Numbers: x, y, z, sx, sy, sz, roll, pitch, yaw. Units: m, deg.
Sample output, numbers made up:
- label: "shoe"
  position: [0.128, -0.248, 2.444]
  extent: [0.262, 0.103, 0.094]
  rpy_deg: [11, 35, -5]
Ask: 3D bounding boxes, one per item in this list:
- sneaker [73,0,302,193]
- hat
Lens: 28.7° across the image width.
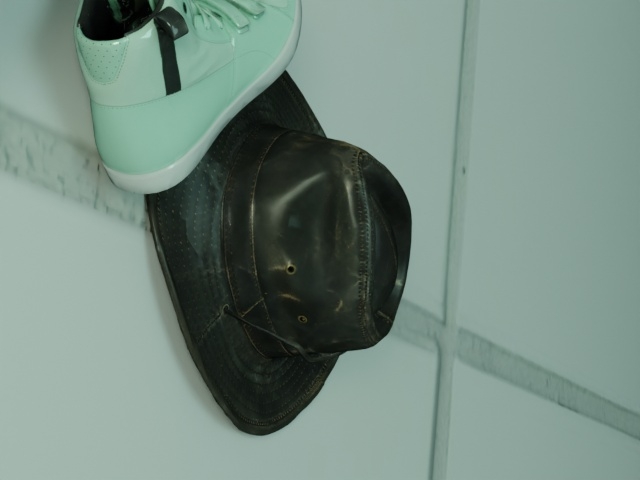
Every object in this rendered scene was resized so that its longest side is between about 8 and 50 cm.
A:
- label: "sneaker"
  position: [-0.086, -0.169, 0.889]
  extent: [0.151, 0.094, 0.256]
  rpy_deg: [82, 27, -46]
- label: "hat"
  position: [0.000, 0.000, 1.032]
  extent: [0.331, 0.134, 0.331]
  rpy_deg: [2, 88, -61]
